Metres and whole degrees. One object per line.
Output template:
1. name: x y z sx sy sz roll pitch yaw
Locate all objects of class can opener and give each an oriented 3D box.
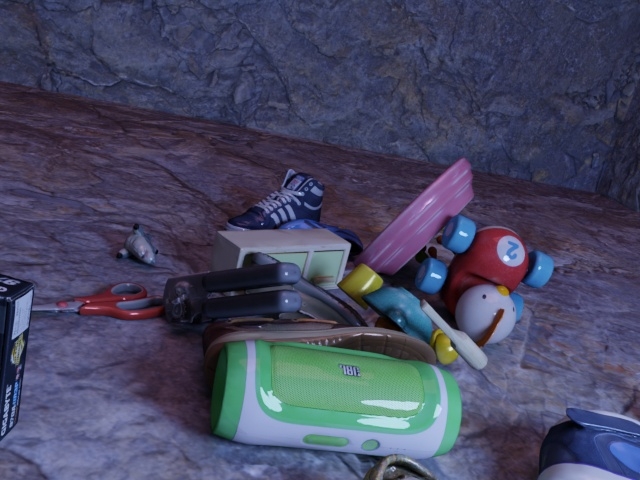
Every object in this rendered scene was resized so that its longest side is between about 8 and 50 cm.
1. can opener: -0.128 0.081 1.001 0.283 0.076 0.095 -9 -13 38

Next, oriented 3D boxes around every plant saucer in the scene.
1. plant saucer: 0.216 -0.038 1.469 0.084 0.332 0.332 47 23 5

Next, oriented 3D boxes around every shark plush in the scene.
1. shark plush: -0.343 0.015 1.296 0.067 0.073 0.161 31 -7 -13

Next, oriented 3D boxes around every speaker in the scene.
1. speaker: 0.019 0.200 0.844 0.296 0.131 0.131 10 18 -14

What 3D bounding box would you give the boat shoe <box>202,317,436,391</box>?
1. boat shoe: -0.002 0.158 0.974 0.342 0.123 0.123 2 21 -17

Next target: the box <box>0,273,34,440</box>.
1. box: -0.423 0.102 0.711 0.220 0.175 0.051 16 17 3

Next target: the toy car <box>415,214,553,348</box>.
1. toy car: 0.322 0.106 1.284 0.219 0.210 0.238 23 29 -10

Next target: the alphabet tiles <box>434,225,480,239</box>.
1. alphabet tiles: 0.428 -0.015 2.009 0.285 0.011 0.342 -3 25 -43

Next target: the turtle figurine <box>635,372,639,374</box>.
1. turtle figurine: 0.631 0.275 1.122 0.234 0.118 0.175 3 -27 7

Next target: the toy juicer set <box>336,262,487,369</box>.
1. toy juicer set: 0.149 0.150 1.086 0.209 0.089 0.329 42 -5 -17

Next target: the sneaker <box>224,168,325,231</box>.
1. sneaker: -0.099 -0.085 1.572 0.099 0.153 0.282 28 22 37

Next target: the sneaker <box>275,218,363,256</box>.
1. sneaker: 0.000 0.000 1.530 0.209 0.069 0.082 7 18 -22

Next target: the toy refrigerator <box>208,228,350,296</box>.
1. toy refrigerator: -0.072 0.041 1.294 0.269 0.102 0.094 -2 24 -43

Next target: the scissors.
1. scissors: -0.365 0.101 1.012 0.109 0.021 0.297 30 22 35

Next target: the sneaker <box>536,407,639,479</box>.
1. sneaker: 0.435 0.307 0.828 0.322 0.130 0.236 16 21 24

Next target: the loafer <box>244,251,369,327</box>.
1. loafer: -0.026 0.116 1.157 0.251 0.087 0.094 32 1 14

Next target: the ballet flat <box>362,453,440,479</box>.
1. ballet flat: 0.151 0.319 0.601 0.123 0.123 0.348 0 23 -38

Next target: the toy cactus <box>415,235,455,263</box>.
1. toy cactus: 0.308 0.078 1.528 0.219 0.112 0.180 21 37 13
